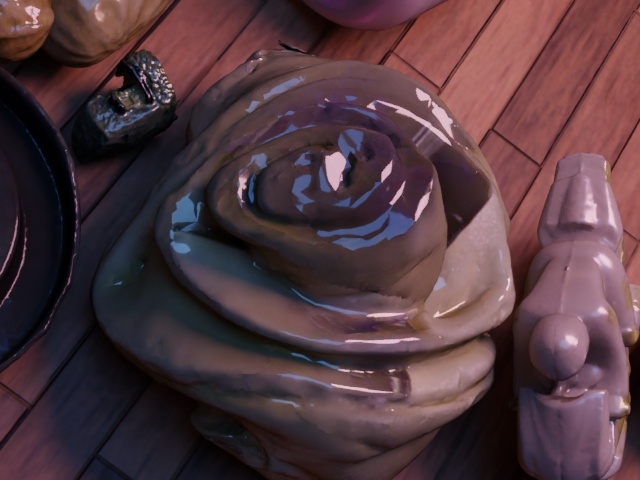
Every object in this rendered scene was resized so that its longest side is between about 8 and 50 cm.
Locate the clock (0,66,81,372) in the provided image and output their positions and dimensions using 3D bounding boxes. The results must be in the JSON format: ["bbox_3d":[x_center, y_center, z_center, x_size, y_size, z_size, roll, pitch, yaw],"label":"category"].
[{"bbox_3d":[-0.347,-0.017,1.024,0.325,0.067,0.325,9,65,-19],"label":"clock"}]

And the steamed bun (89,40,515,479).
[{"bbox_3d":[0.000,0.000,1.060,0.347,0.237,0.394,-9,72,-25],"label":"steamed bun"}]

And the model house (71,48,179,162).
[{"bbox_3d":[-0.171,-0.110,1.129,0.083,0.079,0.066,-31,80,-29],"label":"model house"}]

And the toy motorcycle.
[{"bbox_3d":[0.218,0.090,1.136,0.108,0.223,0.340,-1,63,21],"label":"toy motorcycle"}]

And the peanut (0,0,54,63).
[{"bbox_3d":[-0.282,-0.207,1.075,0.108,0.095,0.226,-20,41,-28],"label":"peanut"}]

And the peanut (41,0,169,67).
[{"bbox_3d":[-0.183,-0.271,1.175,0.125,0.111,0.274,15,64,-21],"label":"peanut"}]

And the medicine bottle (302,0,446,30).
[{"bbox_3d":[0.108,-0.355,1.255,0.302,0.241,0.241,-31,82,-30],"label":"medicine bottle"}]
